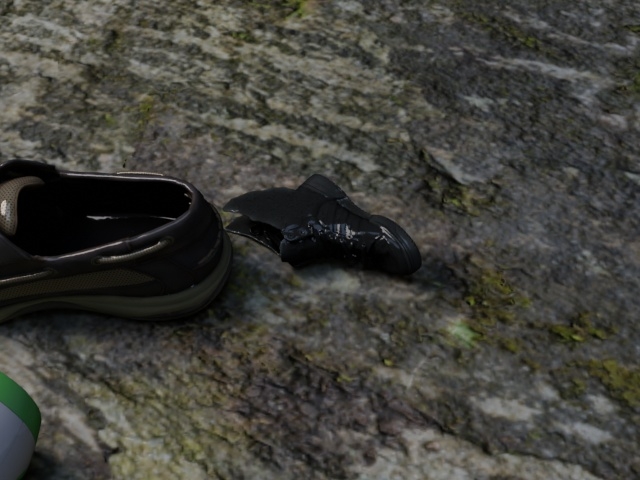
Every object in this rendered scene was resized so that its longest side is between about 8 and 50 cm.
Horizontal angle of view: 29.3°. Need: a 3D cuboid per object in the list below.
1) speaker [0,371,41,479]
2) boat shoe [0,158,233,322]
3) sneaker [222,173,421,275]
[{"bbox_3d":[-0.310,0.223,0.844,0.131,0.131,0.296,15,54,13],"label":"speaker"},{"bbox_3d":[-0.254,-0.012,1.025,0.355,0.130,0.132,-4,51,-2],"label":"boat shoe"},{"bbox_3d":[0.000,-0.002,1.065,0.089,0.051,0.170,-36,54,-24],"label":"sneaker"}]
